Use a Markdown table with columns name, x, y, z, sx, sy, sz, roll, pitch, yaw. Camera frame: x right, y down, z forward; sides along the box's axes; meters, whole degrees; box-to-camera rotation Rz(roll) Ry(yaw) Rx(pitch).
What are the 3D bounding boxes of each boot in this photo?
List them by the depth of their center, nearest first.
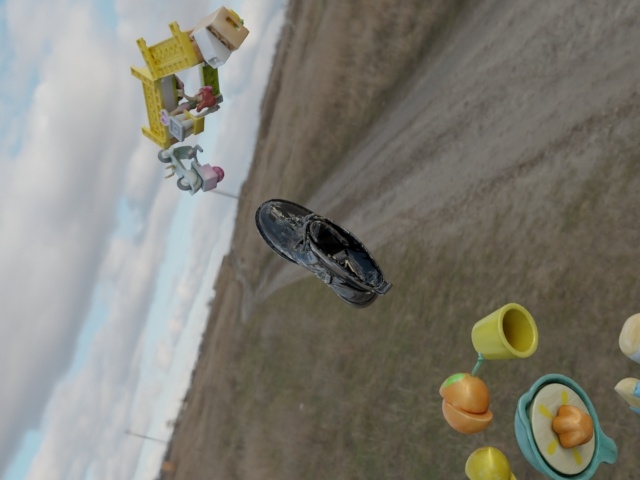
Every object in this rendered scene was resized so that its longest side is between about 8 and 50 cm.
| name | x | y | z | sx | sy | sz | roll | pitch | yaw |
| --- | --- | --- | --- | --- | --- | --- | --- | --- | --- |
| boot | 0.000 | 0.000 | 1.079 | 0.091 | 0.263 | 0.229 | -52 | -11 | -8 |

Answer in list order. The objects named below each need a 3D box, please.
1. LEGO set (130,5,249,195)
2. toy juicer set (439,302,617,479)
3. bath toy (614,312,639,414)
| name | x | y | z | sx | sy | sz | roll | pitch | yaw |
| --- | --- | --- | --- | --- | --- | --- | --- | --- | --- |
| LEGO set | -0.127 | -0.182 | 0.820 | 0.107 | 0.132 | 0.287 | -33 | -15 | -31 |
| toy juicer set | 0.276 | 0.255 | 0.895 | 0.209 | 0.329 | 0.089 | -42 | 7 | -38 |
| bath toy | 0.549 | 0.092 | 1.092 | 0.348 | 0.151 | 0.129 | -61 | -38 | -18 |
